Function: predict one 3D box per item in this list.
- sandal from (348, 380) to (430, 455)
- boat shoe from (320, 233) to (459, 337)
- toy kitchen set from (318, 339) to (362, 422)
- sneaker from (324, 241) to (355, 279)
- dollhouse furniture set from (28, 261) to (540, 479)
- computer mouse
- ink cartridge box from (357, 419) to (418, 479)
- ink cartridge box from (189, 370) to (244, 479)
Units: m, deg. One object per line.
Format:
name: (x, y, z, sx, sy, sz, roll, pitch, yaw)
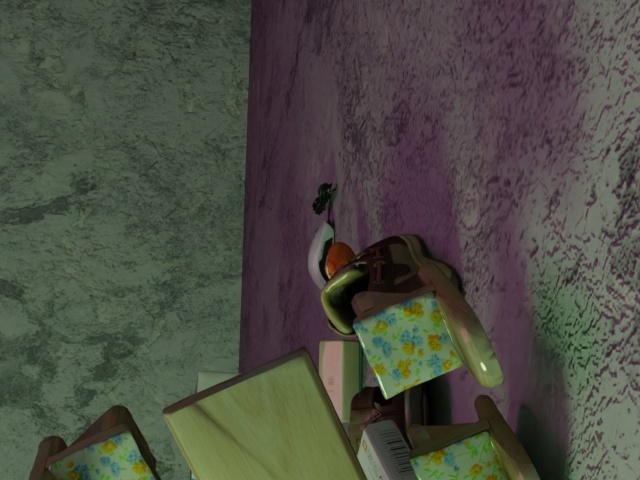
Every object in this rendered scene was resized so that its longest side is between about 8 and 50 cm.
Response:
sandal: (0.070, 0.224, 1.249, 0.303, 0.086, 0.120, 129, 142, -72)
boat shoe: (0.060, 0.059, 1.241, 0.342, 0.123, 0.123, -136, 49, -77)
toy kitchen set: (0.016, 0.221, 1.667, 0.207, 0.166, 0.122, -6, 80, 43)
sneaker: (0.051, 0.060, 1.547, 0.067, 0.064, 0.175, -57, 31, 32)
dollhouse furniture set: (0.017, 0.285, 0.811, 0.256, 0.362, 0.394, -115, 1, -73)
computer mouse: (0.000, 0.000, 1.870, 0.106, 0.042, 0.193, 134, 138, -74)
ink cartridge box: (0.084, 0.334, 1.109, 0.206, 0.045, 0.208, -121, 32, -43)
ink cartridge box: (-0.107, 0.341, 1.844, 0.171, 0.233, 0.168, 106, 166, -56)
